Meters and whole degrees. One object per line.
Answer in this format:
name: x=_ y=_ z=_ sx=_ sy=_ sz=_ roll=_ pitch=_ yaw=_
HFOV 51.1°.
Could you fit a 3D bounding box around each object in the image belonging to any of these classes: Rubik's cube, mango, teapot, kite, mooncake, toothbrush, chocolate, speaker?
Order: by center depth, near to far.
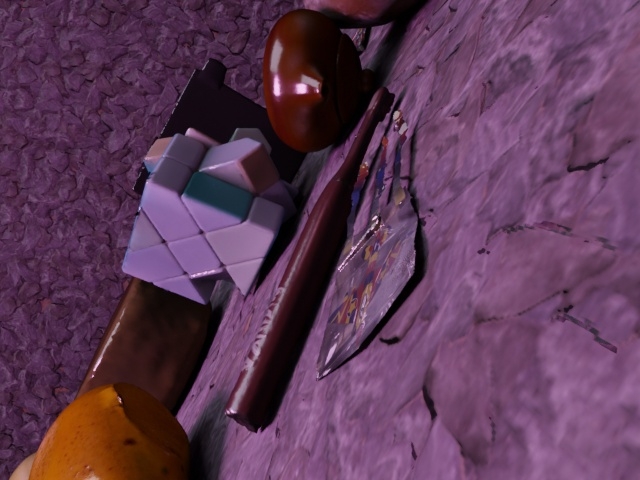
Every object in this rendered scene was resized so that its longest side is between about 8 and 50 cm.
kite: x=0.041 y=-0.010 z=0.529 sx=0.141 sy=0.015 sz=0.245 roll=-50 pitch=21 yaw=40
toothbrush: x=-0.001 y=0.000 z=0.627 sx=0.364 sy=0.040 sz=0.041 roll=-67 pitch=13 yaw=-22
mango: x=-0.217 y=0.264 z=0.688 sx=0.191 sy=0.159 sz=0.290 roll=-57 pitch=21 yaw=-9
chocolate: x=0.063 y=-0.313 z=0.849 sx=0.261 sy=0.160 sz=0.083 roll=-151 pitch=53 yaw=-81
teapot: x=0.009 y=-0.207 z=0.874 sx=0.252 sy=0.135 sz=0.178 roll=-49 pitch=-37 yaw=-66
Rubik's cube: x=-0.152 y=-0.057 z=0.950 sx=0.213 sy=0.224 sz=0.265 roll=-75 pitch=12 yaw=-49
mooncake: x=-0.295 y=0.191 z=1.127 sx=0.284 sy=0.155 sz=0.284 roll=-55 pitch=16 yaw=24
speaker: x=-0.166 y=-0.151 z=1.162 sx=0.254 sy=0.232 sz=0.184 roll=-62 pitch=14 yaw=3
kite: x=0.049 y=-0.323 z=1.184 sx=0.189 sy=0.009 sz=0.232 roll=-65 pitch=11 yaw=-7

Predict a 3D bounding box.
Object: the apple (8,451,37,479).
apple: x=-0.479 y=0.469 z=1.216 sx=0.200 sy=0.200 sz=0.200 roll=-57 pitch=13 yaw=21
